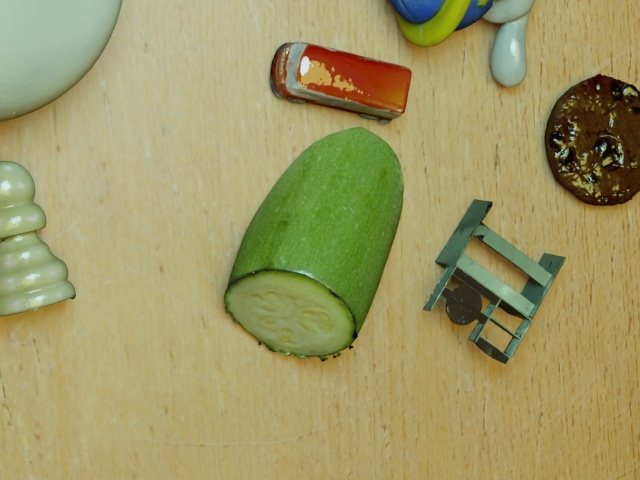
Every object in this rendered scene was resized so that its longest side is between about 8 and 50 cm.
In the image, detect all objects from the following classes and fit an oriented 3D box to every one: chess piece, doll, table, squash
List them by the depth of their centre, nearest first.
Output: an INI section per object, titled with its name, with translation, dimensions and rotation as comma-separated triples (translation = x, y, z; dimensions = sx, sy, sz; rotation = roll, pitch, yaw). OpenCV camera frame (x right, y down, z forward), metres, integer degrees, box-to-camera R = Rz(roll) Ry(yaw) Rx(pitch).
[chess piece]
translation = -0.342, -0.006, 0.990
dimensions = 0.094, 0.094, 0.171
rotation = -13, 93, -17
[doll]
translation = 0.201, -0.372, 1.090
dimensions = 0.242, 0.159, 0.311
rotation = 9, 90, -18
[squash]
translation = 0.000, 0.000, 1.137
dimensions = 0.189, 0.189, 0.261
rotation = 35, 49, -19
[table]
translation = 0.232, 0.057, 1.200
dimensions = 0.146, 0.062, 0.175
rotation = 35, 84, -19

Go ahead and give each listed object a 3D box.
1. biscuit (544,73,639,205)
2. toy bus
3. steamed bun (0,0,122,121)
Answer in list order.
[biscuit]
translation = 0.407, -0.141, 1.246
dimensions = 0.192, 0.049, 0.192
rotation = -2, 94, -22
[toy bus]
translation = 0.028, -0.200, 1.093
dimensions = 0.174, 0.077, 0.079
rotation = 10, 93, -20
[steamed bun]
translation = -0.346, -0.266, 0.848
dimensions = 0.324, 0.206, 0.324
rotation = -16, 121, -28
